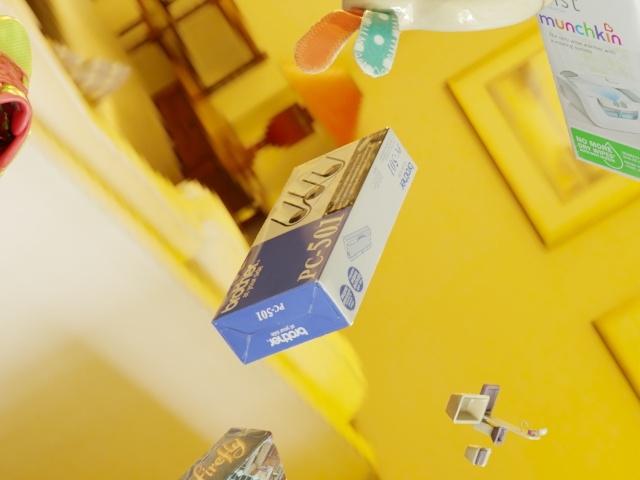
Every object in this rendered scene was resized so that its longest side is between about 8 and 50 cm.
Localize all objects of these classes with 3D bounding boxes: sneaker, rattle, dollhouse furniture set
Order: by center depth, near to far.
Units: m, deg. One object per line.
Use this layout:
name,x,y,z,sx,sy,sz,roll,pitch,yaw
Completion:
rattle,0.069,-0.200,1.004,0.130,0.200,0.142,45,-43,38
sneaker,-0.265,-0.109,1.214,0.081,0.094,0.208,42,42,-36
dollhouse furniture set,0.183,0.208,1.585,0.081,0.091,0.114,22,5,32

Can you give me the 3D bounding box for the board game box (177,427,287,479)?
board game box,-0.097,0.275,1.107,0.243,0.042,0.165,-41,124,-43

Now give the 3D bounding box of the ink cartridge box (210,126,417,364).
ink cartridge box,0.000,0.000,1.100,0.046,0.097,0.207,54,34,-21

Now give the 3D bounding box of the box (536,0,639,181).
box,0.327,-0.221,1.348,0.127,0.262,0.231,25,-30,40
